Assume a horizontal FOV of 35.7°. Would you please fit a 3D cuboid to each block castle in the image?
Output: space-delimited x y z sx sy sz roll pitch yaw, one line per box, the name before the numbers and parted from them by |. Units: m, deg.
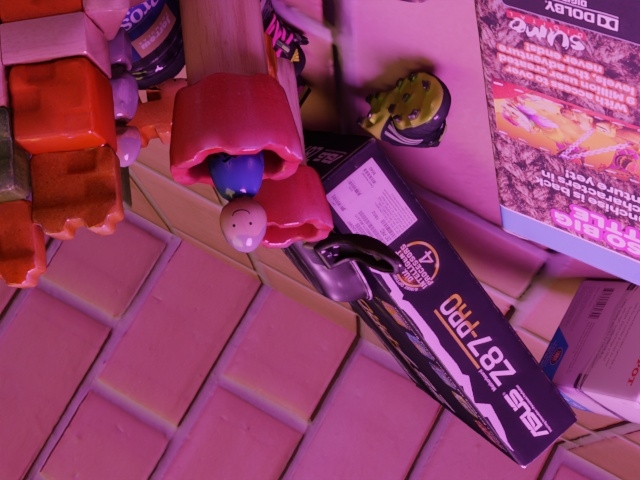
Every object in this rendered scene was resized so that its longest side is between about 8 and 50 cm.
block castle | -0.228 -0.046 0.748 0.453 0.213 0.303 -7 168 4

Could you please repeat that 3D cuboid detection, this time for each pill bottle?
pill bottle | -0.204 -0.236 0.946 0.123 0.123 0.219 25 168 22

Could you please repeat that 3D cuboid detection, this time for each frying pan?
frying pan | 0.011 0.018 0.964 0.326 0.053 0.197 45 171 50

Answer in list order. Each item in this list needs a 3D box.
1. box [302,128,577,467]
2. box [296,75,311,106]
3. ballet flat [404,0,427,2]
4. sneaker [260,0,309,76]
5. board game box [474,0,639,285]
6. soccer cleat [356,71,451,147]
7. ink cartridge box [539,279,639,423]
box | 0.091 0.049 1.153 0.395 0.097 0.318 52 174 -18
box | -0.065 -0.161 1.073 0.083 0.062 0.052 20 164 39
ballet flat | -0.011 -0.208 0.676 0.221 0.077 0.079 21 -161 29
sneaker | -0.047 -0.186 0.928 0.075 0.063 0.170 29 174 4
board game box | 0.198 -0.090 0.404 0.232 0.141 0.291 25 157 26
soccer cleat | 0.092 -0.115 0.918 0.072 0.060 0.179 23 177 -15
ink cartridge box | 0.339 0.121 1.088 0.082 0.140 0.190 34 168 -19
